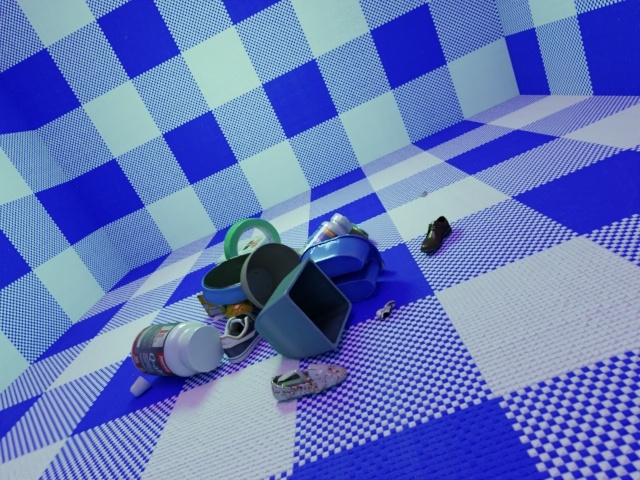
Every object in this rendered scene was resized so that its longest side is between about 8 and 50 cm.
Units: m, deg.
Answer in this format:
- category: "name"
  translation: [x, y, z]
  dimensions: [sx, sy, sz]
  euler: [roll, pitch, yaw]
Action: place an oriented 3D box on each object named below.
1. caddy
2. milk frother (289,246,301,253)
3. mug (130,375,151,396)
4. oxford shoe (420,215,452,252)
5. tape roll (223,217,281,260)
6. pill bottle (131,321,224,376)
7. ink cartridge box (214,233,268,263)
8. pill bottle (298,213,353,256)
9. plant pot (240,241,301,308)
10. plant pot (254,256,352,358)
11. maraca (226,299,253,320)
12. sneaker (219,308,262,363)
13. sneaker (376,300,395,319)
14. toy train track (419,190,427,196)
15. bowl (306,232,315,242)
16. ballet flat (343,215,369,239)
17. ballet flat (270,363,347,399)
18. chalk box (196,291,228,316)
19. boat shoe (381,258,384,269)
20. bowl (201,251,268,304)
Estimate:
- category: "caddy"
  translation: [0.071, 0.114, 1.585]
  dimensions: [0.341, 0.241, 0.179]
  euler: [-18, 24, 22]
- category: "milk frother"
  translation: [-0.141, 0.113, 2.110]
  dimensions: [0.135, 0.143, 0.129]
  euler: [11, 54, 1]
- category: "mug"
  translation: [-0.729, 0.597, 1.635]
  dimensions: [0.062, 0.078, 0.064]
  euler: [23, 53, 23]
- category: "oxford shoe"
  translation: [0.466, -0.029, 1.678]
  dimensions: [0.083, 0.096, 0.227]
  euler: [-6, 28, 42]
- category: "tape roll"
  translation: [-0.372, 0.037, 2.239]
  dimensions: [0.321, 0.321, 0.077]
  euler: [-37, 22, -30]
- category: "pill bottle"
  translation: [-0.565, 0.430, 1.606]
  dimensions: [0.363, 0.210, 0.210]
  euler: [-13, 23, 36]
- category: "ink cartridge box"
  translation: [-0.452, 0.094, 2.498]
  dimensions: [0.309, 0.130, 0.272]
  euler: [-15, 23, 31]
- category: "pill bottle"
  translation: [0.032, 0.006, 1.943]
  dimensions: [0.272, 0.152, 0.152]
  euler: [-51, 24, -10]
- category: "plant pot"
  translation: [-0.224, 0.166, 1.708]
  dimensions: [0.284, 0.284, 0.191]
  euler: [-40, 11, -36]
- category: "plant pot"
  translation: [-0.084, 0.259, 1.407]
  dimensions: [0.252, 0.247, 0.248]
  euler: [-35, 12, 30]
- category: "maraca"
  translation: [-0.353, 0.325, 1.801]
  dimensions: [0.127, 0.099, 0.186]
  euler: [-37, 40, -13]
- category: "sneaker"
  translation: [-0.281, 0.337, 1.626]
  dimensions: [0.126, 0.127, 0.321]
  euler: [-16, 19, 29]
- category: "sneaker"
  translation: [0.230, 0.239, 1.373]
  dimensions: [0.083, 0.032, 0.037]
  euler: [-37, 35, -18]
- category: "toy train track"
  translation: [0.585, -0.261, 2.282]
  dimensions: [0.048, 0.014, 0.083]
  euler: [-22, 12, 33]
- category: "bowl"
  translation: [0.000, 0.000, 2.132]
  dimensions: [0.170, 0.080, 0.170]
  euler: [-2, 9, 0]
- category: "ballet flat"
  translation: [0.155, -0.037, 2.111]
  dimensions: [0.123, 0.123, 0.348]
  euler: [-27, 19, -5]
- category: "ballet flat"
  translation: [-0.042, 0.408, 1.190]
  dimensions: [0.241, 0.077, 0.091]
  euler: [-22, 18, 10]
- category: "chalk box"
  translation: [-0.502, 0.271, 2.084]
  dimensions: [0.132, 0.132, 0.213]
  euler: [-16, 20, 30]
- category: "boat shoe"
  translation: [0.151, 0.084, 1.760]
  dimensions: [0.335, 0.112, 0.095]
  euler: [-11, 28, 47]
- category: "bowl"
  translation: [-0.384, 0.168, 1.943]
  dimensions: [0.391, 0.077, 0.391]
  euler: [-14, 22, 6]
